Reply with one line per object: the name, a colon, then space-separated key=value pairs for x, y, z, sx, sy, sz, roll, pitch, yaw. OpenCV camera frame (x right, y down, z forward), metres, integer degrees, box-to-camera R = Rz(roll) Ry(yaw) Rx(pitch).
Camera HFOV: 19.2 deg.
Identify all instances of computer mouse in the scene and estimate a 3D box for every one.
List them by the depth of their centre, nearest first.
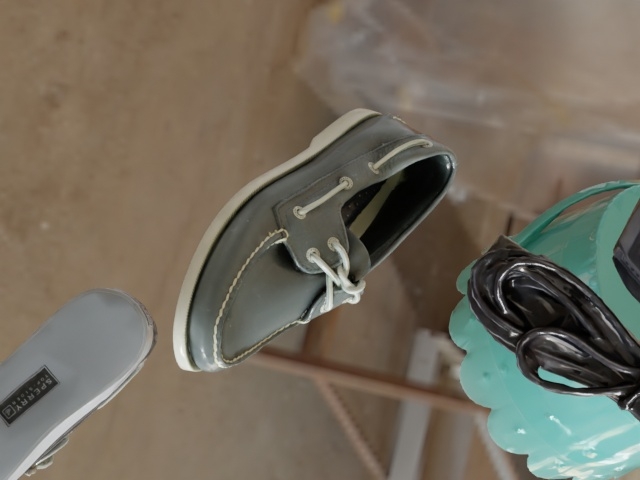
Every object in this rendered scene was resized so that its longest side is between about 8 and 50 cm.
computer mouse: x=0.207 y=-0.022 z=0.883 sx=0.272 sy=0.188 sz=0.072 roll=-59 pitch=165 yaw=27

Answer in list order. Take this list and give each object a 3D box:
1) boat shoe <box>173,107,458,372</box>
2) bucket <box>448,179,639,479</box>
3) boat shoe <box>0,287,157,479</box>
boat shoe: x=0.000 y=0.000 z=1.500 sx=0.319 sy=0.099 sz=0.116 roll=-46 pitch=142 yaw=-41
bucket: x=0.284 y=0.086 z=1.805 sx=0.281 sy=0.183 sz=0.281 roll=19 pitch=58 yaw=-33
boat shoe: x=-0.271 y=0.152 z=1.626 sx=0.306 sy=0.113 sz=0.105 roll=-42 pitch=169 yaw=-4
